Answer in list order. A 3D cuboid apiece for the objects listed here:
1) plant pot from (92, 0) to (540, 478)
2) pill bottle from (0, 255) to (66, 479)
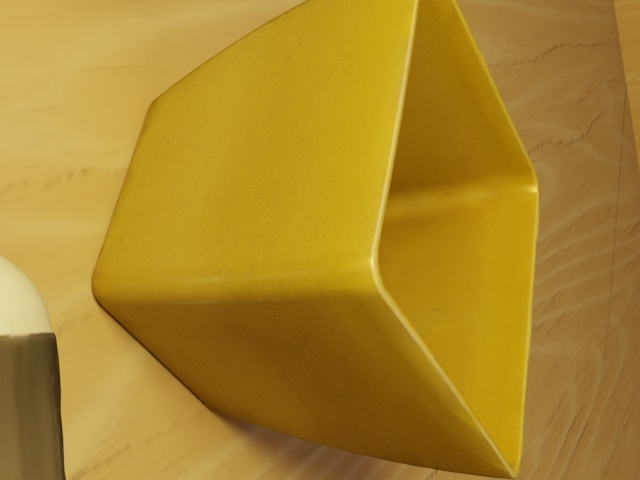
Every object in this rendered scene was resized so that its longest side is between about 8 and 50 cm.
[{"bbox_3d":[0.000,0.000,0.636,0.212,0.187,0.212,53,38,-45],"label":"plant pot"},{"bbox_3d":[-0.155,0.087,0.324,0.162,0.162,0.279,2,82,-64],"label":"pill bottle"}]
